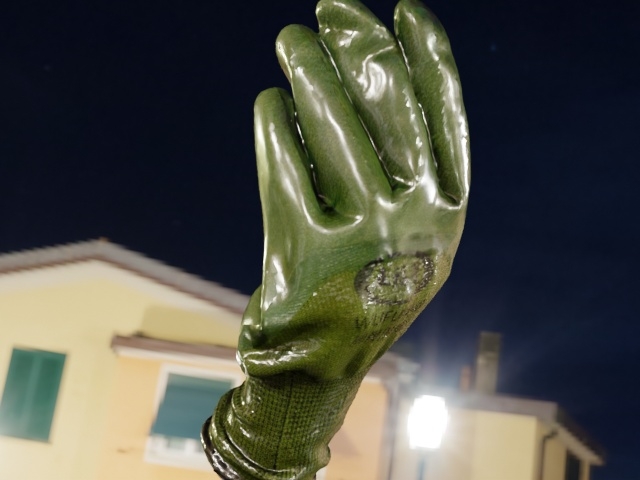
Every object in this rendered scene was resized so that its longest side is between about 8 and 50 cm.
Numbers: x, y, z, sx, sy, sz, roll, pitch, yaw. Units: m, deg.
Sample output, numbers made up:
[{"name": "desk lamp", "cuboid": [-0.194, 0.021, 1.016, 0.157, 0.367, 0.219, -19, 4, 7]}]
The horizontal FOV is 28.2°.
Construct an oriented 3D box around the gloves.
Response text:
[{"name": "gloves", "cuboid": [0.011, 0.009, 0.647, 0.107, 0.268, 0.135, 20, 18, 24]}]
